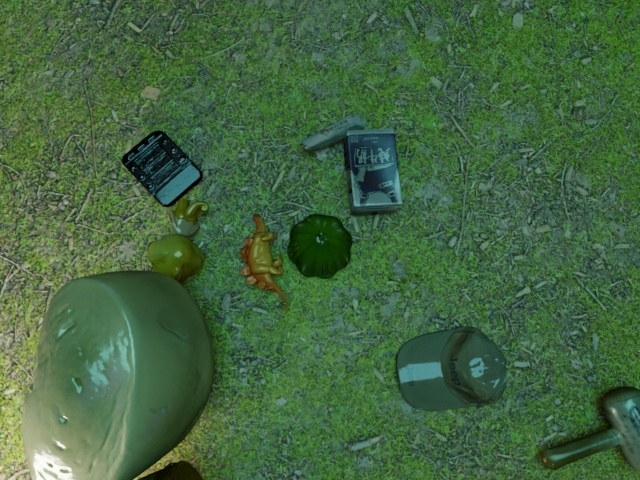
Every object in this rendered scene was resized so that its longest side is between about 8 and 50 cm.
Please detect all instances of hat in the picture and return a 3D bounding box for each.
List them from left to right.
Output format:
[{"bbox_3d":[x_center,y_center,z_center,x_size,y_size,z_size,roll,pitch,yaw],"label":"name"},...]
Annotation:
[{"bbox_3d":[0.329,0.331,1.300,0.245,0.149,0.214,-10,77,-16],"label":"hat"}]

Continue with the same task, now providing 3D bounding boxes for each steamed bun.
[{"bbox_3d":[-0.411,0.297,1.120,0.290,0.371,0.455,5,91,11],"label":"steamed bun"}]

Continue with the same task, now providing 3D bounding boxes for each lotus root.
[{"bbox_3d":[0.000,0.000,1.338,0.186,0.186,0.186,1,77,-2],"label":"lotus root"}]

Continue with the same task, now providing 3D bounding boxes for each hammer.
[{"bbox_3d":[0.697,0.503,1.292,0.306,0.113,0.201,-21,76,-2],"label":"hammer"}]

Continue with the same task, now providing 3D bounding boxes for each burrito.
[{"bbox_3d":[0.033,-0.300,1.461,0.203,0.064,0.064,-27,80,-10],"label":"burrito"}]

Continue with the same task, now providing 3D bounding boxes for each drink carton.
[{"bbox_3d":[0.140,-0.185,1.422,0.134,0.102,0.222,-3,79,-6],"label":"drink carton"}]

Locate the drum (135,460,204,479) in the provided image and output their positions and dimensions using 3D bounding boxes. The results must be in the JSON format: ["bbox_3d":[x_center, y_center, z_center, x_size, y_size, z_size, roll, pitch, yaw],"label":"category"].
[{"bbox_3d":[-0.315,0.689,1.047,0.214,0.431,0.431,-23,79,-7],"label":"drum"}]

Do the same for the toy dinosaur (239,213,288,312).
[{"bbox_3d":[-0.158,0.064,1.369,0.117,0.070,0.288,-15,74,5],"label":"toy dinosaur"}]

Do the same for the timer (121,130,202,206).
[{"bbox_3d":[-0.433,-0.198,1.424,0.144,0.055,0.187,-43,86,-9],"label":"timer"}]

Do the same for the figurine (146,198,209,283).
[{"bbox_3d":[-0.366,0.010,1.350,0.156,0.131,0.246,20,65,-33],"label":"figurine"}]
